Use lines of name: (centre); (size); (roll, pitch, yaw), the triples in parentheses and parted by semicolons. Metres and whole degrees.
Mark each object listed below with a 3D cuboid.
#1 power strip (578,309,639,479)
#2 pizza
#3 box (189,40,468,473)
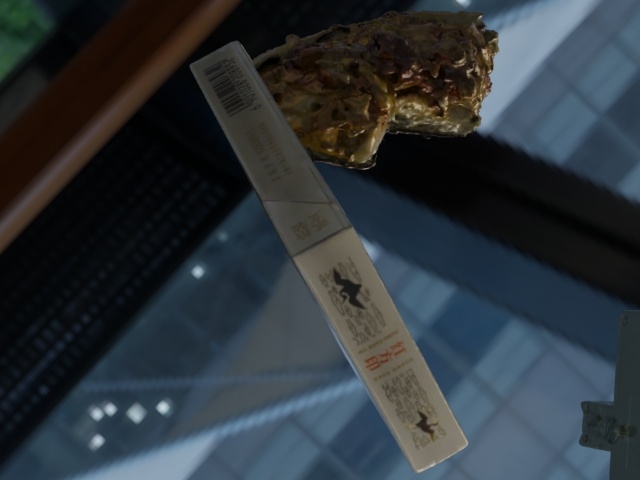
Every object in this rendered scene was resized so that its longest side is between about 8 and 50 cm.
power strip: (0.276, 0.169, 1.767); (0.145, 0.061, 0.215); (179, -84, -69)
pizza: (0.045, -0.142, 1.729); (0.305, 0.161, 0.085); (-17, 131, -36)
box: (0.000, 0.001, 1.485); (0.051, 0.204, 0.365); (-29, -151, -1)
